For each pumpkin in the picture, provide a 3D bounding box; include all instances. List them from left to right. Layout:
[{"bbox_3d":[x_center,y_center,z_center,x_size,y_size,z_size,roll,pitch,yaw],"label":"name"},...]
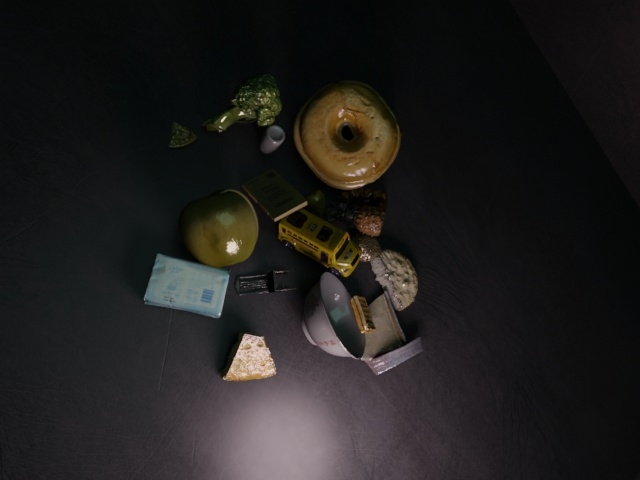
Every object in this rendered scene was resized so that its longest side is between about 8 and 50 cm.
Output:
[{"bbox_3d":[0.203,-0.136,1.842,0.253,0.130,0.149,4,77,-24],"label":"pumpkin"}]

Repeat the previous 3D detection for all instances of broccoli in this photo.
[{"bbox_3d":[-0.269,-0.507,1.648,0.186,0.254,0.302,46,65,-8],"label":"broccoli"}]

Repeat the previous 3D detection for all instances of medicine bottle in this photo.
[{"bbox_3d":[-0.199,-0.405,1.725,0.080,0.130,0.081,5,78,-23],"label":"medicine bottle"}]

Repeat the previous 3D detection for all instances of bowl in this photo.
[{"bbox_3d":[0.026,0.305,1.626,0.157,0.345,0.346,-25,89,18],"label":"bowl"}]

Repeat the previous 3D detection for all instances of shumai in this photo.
[{"bbox_3d":[0.177,0.036,1.803,0.145,0.116,0.146,15,55,-22],"label":"shumai"}]

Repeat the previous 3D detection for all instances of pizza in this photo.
[{"bbox_3d":[-0.543,-0.408,1.635,0.122,0.026,0.109,-28,89,-25],"label":"pizza"},{"bbox_3d":[-0.246,0.422,1.563,0.204,0.080,0.188,16,96,-30],"label":"pizza"}]

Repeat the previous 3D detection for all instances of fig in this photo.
[{"bbox_3d":[-0.020,-0.133,1.791,0.093,0.093,0.166,-26,129,-26],"label":"fig"}]

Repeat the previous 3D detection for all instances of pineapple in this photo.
[{"bbox_3d":[0.140,-0.097,1.764,0.247,0.128,0.128,14,71,12],"label":"pineapple"}]

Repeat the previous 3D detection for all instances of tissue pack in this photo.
[{"bbox_3d":[-0.469,0.162,1.511,0.263,0.089,0.177,15,72,-17],"label":"tissue pack"}]

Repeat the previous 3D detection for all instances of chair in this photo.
[{"bbox_3d":[-0.208,0.160,1.615,0.212,0.101,0.084,-2,79,-25],"label":"chair"}]

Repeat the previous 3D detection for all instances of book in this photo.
[{"bbox_3d":[-0.181,-0.182,1.677,0.161,0.026,0.231,-31,59,-24],"label":"book"}]

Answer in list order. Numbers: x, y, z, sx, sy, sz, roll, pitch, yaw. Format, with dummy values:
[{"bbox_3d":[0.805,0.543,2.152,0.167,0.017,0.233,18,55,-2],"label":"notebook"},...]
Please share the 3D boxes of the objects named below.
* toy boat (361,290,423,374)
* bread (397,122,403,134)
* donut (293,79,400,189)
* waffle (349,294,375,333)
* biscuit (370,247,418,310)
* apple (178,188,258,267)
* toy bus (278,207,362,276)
[{"bbox_3d":[0.262,0.409,1.775,0.276,0.111,0.294,-37,81,-24],"label":"toy boat"},{"bbox_3d":[0.272,-0.486,1.914,0.149,0.158,0.143,61,27,0],"label":"bread"},{"bbox_3d":[0.108,-0.434,1.767,0.448,0.198,0.450,0,92,3],"label":"donut"},{"bbox_3d":[0.169,0.297,1.711,0.102,0.042,0.148,27,41,-61],"label":"waffle"},{"bbox_3d":[0.333,0.146,1.862,0.179,0.084,0.281,-30,91,-25],"label":"biscuit"},{"bbox_3d":[-0.345,-0.045,1.502,0.291,0.292,0.254,-18,104,-26],"label":"apple"},{"bbox_3d":[0.000,0.000,1.666,0.331,0.151,0.145,29,64,13],"label":"toy bus"}]
